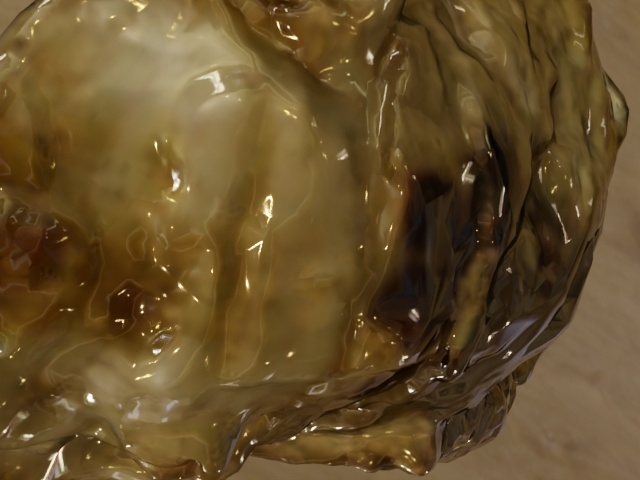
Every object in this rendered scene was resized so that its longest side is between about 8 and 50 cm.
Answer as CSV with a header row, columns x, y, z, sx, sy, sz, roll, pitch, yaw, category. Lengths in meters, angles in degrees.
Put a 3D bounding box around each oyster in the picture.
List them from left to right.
x,y,z,sx,sy,sz,roll,pitch,yaw,category
-0.004,0.007,0.456,0.198,0.133,0.337,-46,164,-4,oyster
